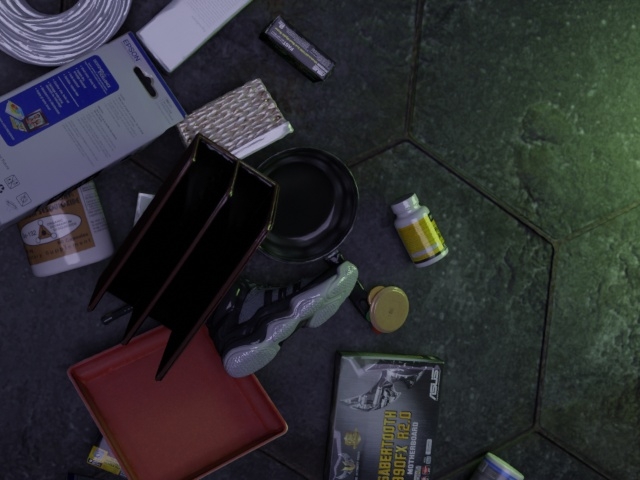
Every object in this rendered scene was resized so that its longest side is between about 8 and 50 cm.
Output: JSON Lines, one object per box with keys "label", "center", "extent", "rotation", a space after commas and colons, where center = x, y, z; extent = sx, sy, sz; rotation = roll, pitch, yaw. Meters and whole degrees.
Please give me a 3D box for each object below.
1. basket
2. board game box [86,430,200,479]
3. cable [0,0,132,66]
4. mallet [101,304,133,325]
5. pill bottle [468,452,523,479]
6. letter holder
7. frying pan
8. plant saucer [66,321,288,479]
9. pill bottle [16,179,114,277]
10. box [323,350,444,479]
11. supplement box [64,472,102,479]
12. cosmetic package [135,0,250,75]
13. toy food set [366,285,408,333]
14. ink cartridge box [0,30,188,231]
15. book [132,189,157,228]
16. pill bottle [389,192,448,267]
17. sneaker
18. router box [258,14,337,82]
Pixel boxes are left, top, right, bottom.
{"label": "basket", "center": [-0.142, -0.177, 1.711], "extent": [0.167, 0.113, 0.103], "rotation": [-28, 96, -6]}
{"label": "board game box", "center": [-0.254, 0.305, 1.769], "extent": [0.194, 0.060, 0.194], "rotation": [25, 90, -11]}
{"label": "cable", "center": [-0.416, -0.396, 1.648], "extent": [0.257, 0.089, 0.257], "rotation": [24, 92, -13]}
{"label": "mallet", "center": [-0.269, 0.087, 1.759], "extent": [0.190, 0.062, 0.039], "rotation": [-26, 99, 8]}
{"label": "pill bottle", "center": [0.286, 0.446, 1.874], "extent": [0.078, 0.078, 0.137], "rotation": [33, 90, -12]}
{"label": "letter holder", "center": [-0.208, 0.027, 1.587], "extent": [0.152, 0.214, 0.302], "rotation": [33, 107, -12]}
{"label": "frying pan", "center": [0.015, -0.025, 1.786], "extent": [0.326, 0.053, 0.197], "rotation": [34, 95, -22]}
{"label": "plant saucer", "center": [-0.226, 0.259, 1.692], "extent": [0.259, 0.048, 0.258], "rotation": [-24, 64, -28]}
{"label": "pill bottle", "center": [-0.411, -0.068, 1.660], "extent": [0.131, 0.131, 0.229], "rotation": [-17, 95, -8]}
{"label": "box", "center": [0.107, 0.308, 1.837], "extent": [0.183, 0.056, 0.231], "rotation": [5, 95, -12]}
{"label": "supplement box", "center": [-0.319, 0.468, 1.749], "extent": [0.220, 0.114, 0.111], "rotation": [16, 92, -13]}
{"label": "cosmetic package", "center": [-0.180, -0.363, 1.681], "extent": [0.231, 0.117, 0.085], "rotation": [-42, 101, -5]}
{"label": "toy food set", "center": [0.113, 0.117, 1.823], "extent": [0.083, 0.020, 0.082], "rotation": [1, 99, -32]}
{"label": "ink cartridge box", "center": [-0.375, -0.164, 1.587], "extent": [0.333, 0.065, 0.165], "rotation": [-33, 91, -27]}
{"label": "book", "center": [-0.231, -0.024, 1.754], "extent": [0.144, 0.035, 0.096], "rotation": [8, 99, -13]}
{"label": "pill bottle", "center": [0.162, -0.018, 1.807], "extent": [0.065, 0.065, 0.116], "rotation": [-29, 101, -6]}
{"label": "sneaker", "center": [-0.077, 0.088, 1.733], "extent": [0.268, 0.101, 0.153], "rotation": [-37, 66, -14]}
{"label": "router box", "center": [-0.038, -0.305, 1.725], "extent": [0.122, 0.092, 0.038], "rotation": [38, 89, -12]}
